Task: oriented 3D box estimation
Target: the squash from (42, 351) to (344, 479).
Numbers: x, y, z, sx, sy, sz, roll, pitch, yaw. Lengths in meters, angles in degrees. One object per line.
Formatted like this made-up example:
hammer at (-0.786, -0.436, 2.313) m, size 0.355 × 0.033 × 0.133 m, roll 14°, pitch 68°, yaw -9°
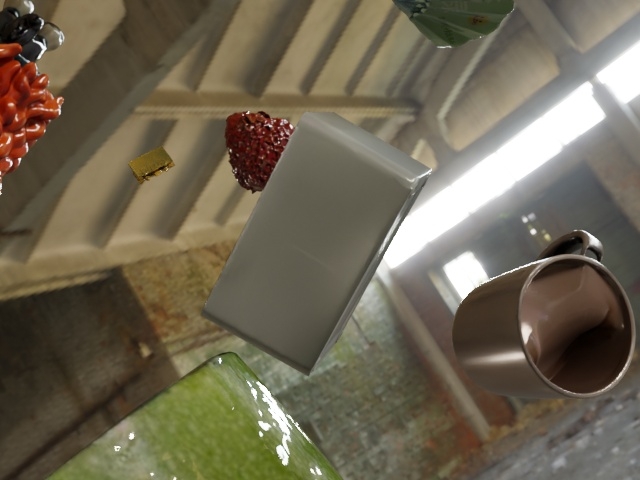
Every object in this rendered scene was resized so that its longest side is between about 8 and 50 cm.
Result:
squash at (-0.039, 0.294, 0.566) m, size 0.263 × 0.384 × 0.263 m, roll -39°, pitch -7°, yaw -5°

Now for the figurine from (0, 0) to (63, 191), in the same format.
figurine at (-0.500, -0.188, 1.224) m, size 0.306 × 0.241 × 0.411 m, roll -27°, pitch 28°, yaw 6°

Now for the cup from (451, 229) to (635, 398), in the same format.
cup at (0.315, 0.103, 1.282) m, size 0.252 × 0.192 × 0.200 m, roll -65°, pitch 15°, yaw -19°

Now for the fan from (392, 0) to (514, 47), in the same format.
fan at (0.138, -0.256, 0.944) m, size 0.131 × 0.009 × 0.240 m, roll 0°, pitch -15°, yaw 14°

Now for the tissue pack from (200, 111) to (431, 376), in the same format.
tissue pack at (0.001, 0.000, 0.981) m, size 0.246 × 0.136 × 0.159 m, roll -61°, pitch -8°, yaw 13°

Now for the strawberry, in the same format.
strawberry at (-0.127, -0.195, 1.937) m, size 0.184 × 0.186 × 0.201 m, roll -31°, pitch -55°, yaw 25°

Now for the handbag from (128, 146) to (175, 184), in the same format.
handbag at (-0.350, -0.157, 1.857) m, size 0.083 × 0.061 × 0.027 m, roll -28°, pitch -44°, yaw -13°
